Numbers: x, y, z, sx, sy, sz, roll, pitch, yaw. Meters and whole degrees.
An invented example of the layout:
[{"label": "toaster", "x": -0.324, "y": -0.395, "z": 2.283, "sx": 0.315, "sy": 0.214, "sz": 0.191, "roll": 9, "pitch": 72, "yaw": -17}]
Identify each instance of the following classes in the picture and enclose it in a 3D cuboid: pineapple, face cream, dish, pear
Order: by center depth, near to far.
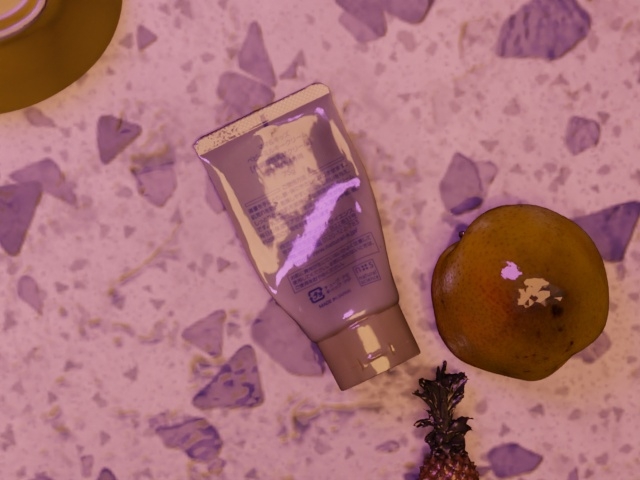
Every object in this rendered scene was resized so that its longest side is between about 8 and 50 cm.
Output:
[{"label": "dish", "x": -0.252, "y": -0.217, "z": 1.266, "sx": 0.221, "sy": 0.108, "sz": 0.262, "roll": -6, "pitch": 98, "yaw": -10}, {"label": "face cream", "x": 0.000, "y": 0.000, "z": 1.368, "sx": 0.114, "sy": 0.070, "sz": 0.224, "roll": -26, "pitch": 88, "yaw": -7}, {"label": "pear", "x": 0.158, "y": 0.043, "z": 1.372, "sx": 0.141, "sy": 0.104, "sz": 0.141, "roll": 0, "pitch": 94, "yaw": -7}, {"label": "pineapple", "x": 0.102, "y": 0.161, "z": 1.400, "sx": 0.058, "sy": 0.058, "sz": 0.124, "roll": -1, "pitch": 97, "yaw": -9}]
